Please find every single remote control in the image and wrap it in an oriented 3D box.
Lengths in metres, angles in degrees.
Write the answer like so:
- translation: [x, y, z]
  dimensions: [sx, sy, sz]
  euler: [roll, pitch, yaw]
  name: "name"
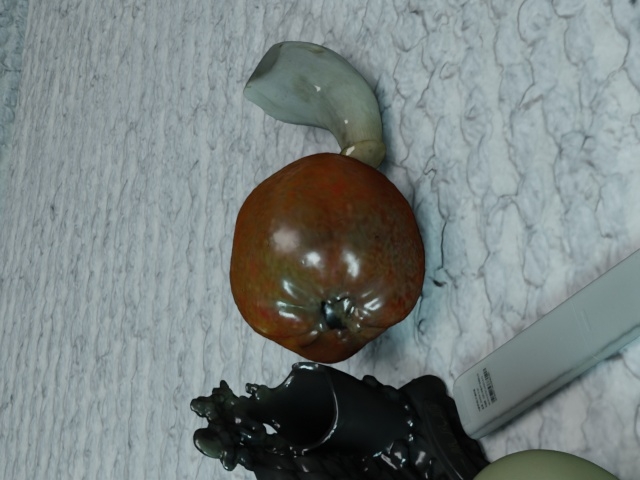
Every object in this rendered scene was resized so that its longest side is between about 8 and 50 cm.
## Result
- translation: [0.216, 0.093, 0.930]
  dimensions: [0.261, 0.029, 0.067]
  euler: [-43, 43, 35]
  name: "remote control"

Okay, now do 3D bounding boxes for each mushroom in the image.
- translation: [0.004, -0.173, 1.305]
  dimensions: [0.270, 0.103, 0.118]
  euler: [41, 109, 49]
  name: "mushroom"

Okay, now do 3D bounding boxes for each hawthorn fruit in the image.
- translation: [0.000, 0.000, 1.147]
  dimensions: [0.210, 0.211, 0.262]
  euler: [-56, 24, 24]
  name: "hawthorn fruit"

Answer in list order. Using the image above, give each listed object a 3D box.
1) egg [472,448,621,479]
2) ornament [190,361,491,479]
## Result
- translation: [0.176, 0.262, 0.758]
  dimensions: [0.186, 0.186, 0.241]
  euler: [-47, 34, 34]
  name: "egg"
- translation: [0.020, 0.206, 0.957]
  dimensions: [0.106, 0.261, 0.251]
  euler: [-63, 35, 25]
  name: "ornament"
